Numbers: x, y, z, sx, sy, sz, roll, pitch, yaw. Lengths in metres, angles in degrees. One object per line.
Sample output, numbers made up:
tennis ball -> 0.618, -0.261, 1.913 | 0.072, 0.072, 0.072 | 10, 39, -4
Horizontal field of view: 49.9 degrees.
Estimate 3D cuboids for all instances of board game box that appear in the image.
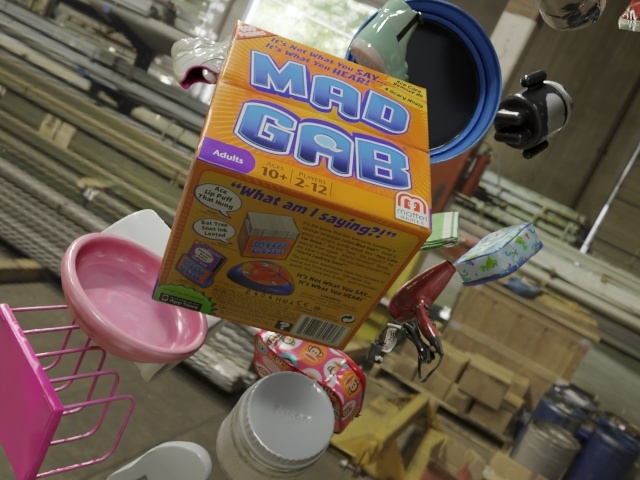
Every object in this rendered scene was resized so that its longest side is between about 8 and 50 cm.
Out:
board game box -> -0.049, -0.084, 1.194 | 0.357, 0.356, 0.356 | 17, 48, -12

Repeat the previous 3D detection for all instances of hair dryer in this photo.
hair dryer -> 0.240, 0.179, 1.586 | 0.080, 0.293, 0.224 | 33, -16, -37

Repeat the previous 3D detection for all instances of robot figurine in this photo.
robot figurine -> 0.633, -0.373, 2.052 | 0.278, 0.209, 0.173 | -28, 69, -35

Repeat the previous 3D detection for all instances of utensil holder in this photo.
utensil holder -> -0.478, 0.153, 1.954 | 0.385, 0.328, 0.327 | 49, 13, 4

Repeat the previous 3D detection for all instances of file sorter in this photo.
file sorter -> -0.524, 0.288, 1.356 | 0.182, 0.202, 0.291 | 1, 35, -48

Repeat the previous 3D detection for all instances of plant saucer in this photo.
plant saucer -> -0.387, 0.128, 1.407 | 0.332, 0.084, 0.332 | 37, 20, -17

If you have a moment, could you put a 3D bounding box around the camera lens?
camera lens -> -0.107, 0.441, 1.565 | 0.220, 0.274, 0.219 | 12, 54, -16

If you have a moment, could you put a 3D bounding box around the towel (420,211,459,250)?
towel -> 0.297, -0.016, 2.270 | 0.325, 0.038, 0.248 | -12, 22, 18

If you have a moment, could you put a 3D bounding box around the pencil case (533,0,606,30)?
pencil case -> 0.539, -0.613, 1.586 | 0.410, 0.160, 0.183 | 4, 62, -57

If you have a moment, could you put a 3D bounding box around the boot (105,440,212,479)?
boot -> -0.258, 0.388, 1.202 | 0.123, 0.258, 0.095 | -23, 88, -58

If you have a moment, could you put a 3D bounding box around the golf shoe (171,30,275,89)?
golf shoe -> -0.247, -0.475, 1.839 | 0.307, 0.140, 0.115 | -8, -27, 7

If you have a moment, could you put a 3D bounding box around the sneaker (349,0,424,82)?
sneaker -> 0.154, -0.360, 1.337 | 0.094, 0.151, 0.256 | 38, -1, 22

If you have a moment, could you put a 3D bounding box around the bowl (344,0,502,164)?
bowl -> 0.236, -0.375, 1.650 | 0.391, 0.390, 0.077 | 23, 0, -11

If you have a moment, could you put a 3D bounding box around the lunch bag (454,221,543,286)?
lunch bag -> 0.466, 0.037, 1.814 | 0.219, 0.176, 0.090 | -32, 97, -42

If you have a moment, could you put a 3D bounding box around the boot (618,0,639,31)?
boot -> 0.810, -0.608, 1.705 | 0.089, 0.176, 0.244 | 6, 18, 10

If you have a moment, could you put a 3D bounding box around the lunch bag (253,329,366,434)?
lunch bag -> -0.032, 0.342, 1.690 | 0.293, 0.258, 0.120 | 32, 54, 24
